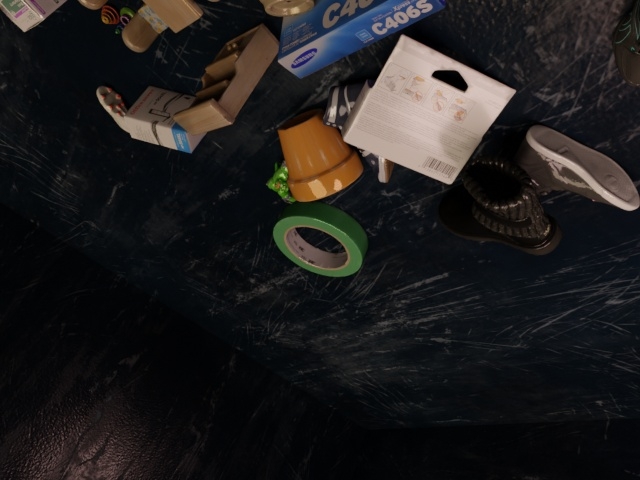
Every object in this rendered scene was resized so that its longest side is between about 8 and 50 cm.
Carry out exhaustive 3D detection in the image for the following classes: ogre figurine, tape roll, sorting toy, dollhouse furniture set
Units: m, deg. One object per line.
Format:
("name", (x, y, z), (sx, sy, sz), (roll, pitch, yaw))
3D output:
("ogre figurine", (-0.087, -0.183, 1.545), (0.118, 0.096, 0.197), (18, 166, -23))
("tape roll", (0.000, 0.000, 1.751), (0.322, 0.077, 0.321), (17, 146, 12))
("sorting toy", (-0.522, -0.568, 1.325), (0.102, 0.042, 0.061), (15, 145, 14))
("dollhouse furniture set", (-0.316, -0.460, 1.101), (0.362, 0.256, 0.394), (-1, 146, 48))

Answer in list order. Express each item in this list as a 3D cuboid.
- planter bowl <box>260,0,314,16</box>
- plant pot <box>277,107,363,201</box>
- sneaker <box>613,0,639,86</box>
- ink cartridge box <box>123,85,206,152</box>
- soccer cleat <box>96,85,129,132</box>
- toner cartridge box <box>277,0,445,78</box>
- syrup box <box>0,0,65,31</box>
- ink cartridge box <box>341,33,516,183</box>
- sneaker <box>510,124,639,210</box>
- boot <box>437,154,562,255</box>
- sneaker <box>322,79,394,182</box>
("planter bowl", (-0.064, -0.499, 0.983), (0.162, 0.162, 0.109), (-3, 98, 35))
("plant pot", (-0.016, -0.234, 1.348), (0.205, 0.205, 0.187), (-6, 121, 38))
("sneaker", (0.562, -0.365, 0.866), (0.101, 0.106, 0.267), (8, 144, 22))
("ink cartridge box", (-0.432, -0.349, 1.474), (0.203, 0.148, 0.085), (16, 147, 12))
("soccer cleat", (-0.629, -0.397, 1.611), (0.076, 0.068, 0.196), (-5, 140, 41))
("toner cartridge box", (0.069, -0.456, 0.985), (0.348, 0.165, 0.075), (-12, 154, 41))
("syrup box", (-0.620, -0.593, 1.176), (0.093, 0.236, 0.096), (-5, 137, 38))
("ink cartridge box", (0.235, -0.289, 1.153), (0.297, 0.066, 0.261), (19, 123, -18))
("sneaker", (0.569, -0.139, 1.183), (0.296, 0.104, 0.147), (31, 148, 1))
("boot", (0.380, -0.097, 1.219), (0.260, 0.131, 0.348), (33, 170, -41))
("sneaker", (0.098, -0.270, 1.292), (0.153, 0.099, 0.282), (4, 135, 21))
